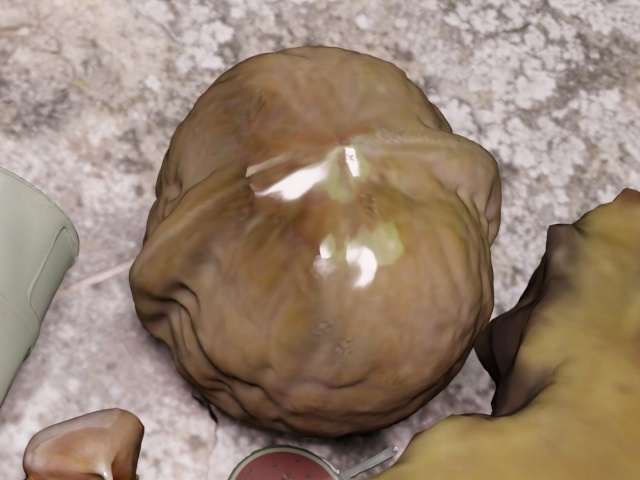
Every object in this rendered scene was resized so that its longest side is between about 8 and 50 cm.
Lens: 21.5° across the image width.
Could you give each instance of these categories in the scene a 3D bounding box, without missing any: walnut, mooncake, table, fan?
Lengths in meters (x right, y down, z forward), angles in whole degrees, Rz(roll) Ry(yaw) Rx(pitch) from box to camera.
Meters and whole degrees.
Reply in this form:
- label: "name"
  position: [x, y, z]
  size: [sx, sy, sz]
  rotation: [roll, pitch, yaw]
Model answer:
- label: "walnut"
  position: [0.002, 0.000, 1.067]
  size: [0.248, 0.248, 0.248]
  rotation: [7, 63, -13]
- label: "mooncake"
  position: [0.140, 0.156, 0.921]
  size: [0.393, 0.246, 0.394]
  rotation: [11, 42, -22]
- label: "table"
  position: [-0.244, 0.068, 1.014]
  size: [0.126, 0.126, 0.220]
  rotation: [24, 60, -4]
- label: "fan"
  position: [-0.002, 0.165, 1.108]
  size: [0.133, 0.005, 0.085]
  rotation: [-23, 72, -25]

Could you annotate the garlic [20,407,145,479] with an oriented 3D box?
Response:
- label: "garlic"
  position: [-0.113, 0.208, 0.973]
  size: [0.160, 0.191, 0.214]
  rotation: [-41, 93, -4]
